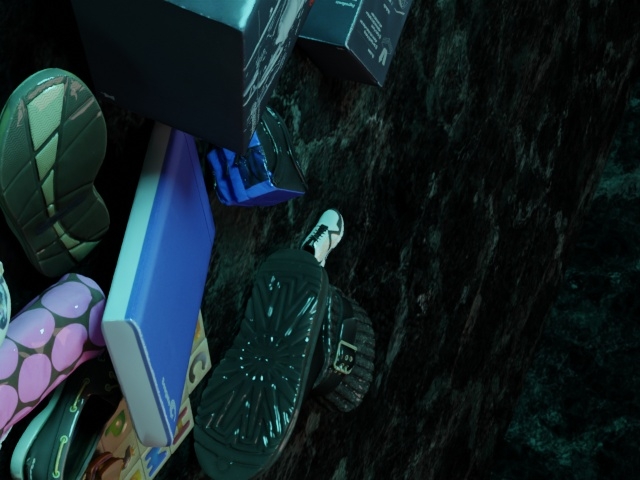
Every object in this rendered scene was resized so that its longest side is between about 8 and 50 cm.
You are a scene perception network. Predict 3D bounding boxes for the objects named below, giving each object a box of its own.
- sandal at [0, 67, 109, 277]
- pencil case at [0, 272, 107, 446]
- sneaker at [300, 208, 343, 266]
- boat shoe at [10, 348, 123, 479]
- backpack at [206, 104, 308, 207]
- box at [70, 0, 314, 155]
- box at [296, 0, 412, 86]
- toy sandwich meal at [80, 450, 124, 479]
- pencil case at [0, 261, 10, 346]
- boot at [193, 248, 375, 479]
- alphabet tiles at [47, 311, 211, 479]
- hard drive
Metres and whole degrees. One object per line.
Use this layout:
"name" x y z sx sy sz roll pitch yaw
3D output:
"sandal" -0.276 -0.064 1.480 0.120 0.086 0.302 -34 159 -22
"pencil case" -0.294 0.126 1.526 0.209 0.095 0.098 -44 107 -36
"sneaker" 0.000 0.000 2.173 0.109 0.040 0.044 -66 153 -18
"boat shoe" -0.254 0.177 1.666 0.227 0.069 0.081 -63 154 -23
"backpack" -0.087 -0.104 1.848 0.098 0.101 0.120 8 65 -70
"box" -0.093 -0.298 1.478 0.343 0.179 0.312 99 15 -75
"box" 0.045 -0.308 2.006 0.156 0.093 0.158 38 69 -65
"toy sandwich meal" -0.256 0.289 1.781 0.085 0.029 0.085 -45 144 -47
"pencil case" -0.383 -0.023 1.168 0.183 0.160 0.410 -50 150 -16
"boot" -0.036 0.205 2.113 0.348 0.131 0.260 -67 155 -17
"alphabet tiles" -0.233 0.206 1.830 0.342 0.011 0.285 -52 148 -40
"hard drive" -0.172 0.037 1.674 0.210 0.040 0.318 81 12 -45
